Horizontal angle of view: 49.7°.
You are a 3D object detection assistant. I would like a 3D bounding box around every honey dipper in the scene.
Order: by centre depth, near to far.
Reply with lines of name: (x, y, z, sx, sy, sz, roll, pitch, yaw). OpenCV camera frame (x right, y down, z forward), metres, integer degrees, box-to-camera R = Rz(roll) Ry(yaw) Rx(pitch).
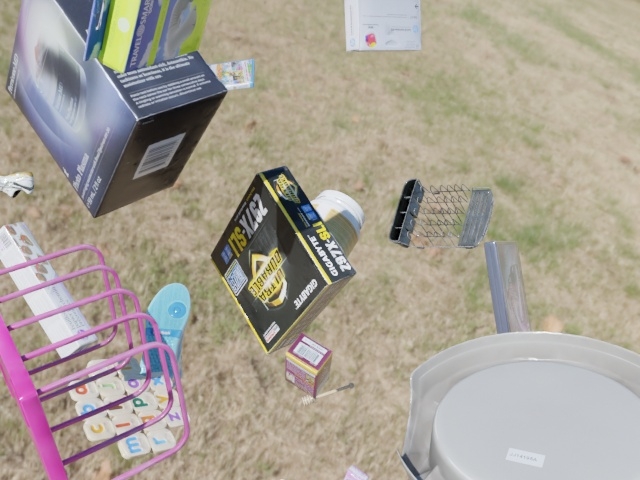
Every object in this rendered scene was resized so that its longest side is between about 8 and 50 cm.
honey dipper: (0.024, 0.452, 2.050, 0.160, 0.031, 0.030, -18, 36, -5)

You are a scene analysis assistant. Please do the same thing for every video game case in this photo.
video game case: (0.355, 0.098, 1.298, 0.026, 0.196, 0.274, -9, -4, 22)
video game case: (-0.236, -0.378, 1.604, 0.166, 0.015, 0.119, -7, 40, 2)

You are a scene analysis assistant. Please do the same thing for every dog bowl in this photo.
dog bowl: (0.257, 0.242, 0.800, 0.348, 0.102, 0.349, -7, 24, 3)

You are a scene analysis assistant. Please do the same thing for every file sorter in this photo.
file sorter: (-0.316, 0.159, 0.913, 0.182, 0.202, 0.290, -21, 37, -28)

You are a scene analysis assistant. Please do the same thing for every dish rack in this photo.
dish rack: (0.339, -0.071, 1.917, 0.271, 0.208, 0.074, 1, -26, 39)

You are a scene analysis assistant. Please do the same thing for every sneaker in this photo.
sneaker: (-0.464, -0.080, 1.019, 0.083, 0.037, 0.032, -4, 13, 6)
sneaker: (-0.459, 0.298, 2.064, 0.127, 0.208, 0.319, 12, 68, -1)

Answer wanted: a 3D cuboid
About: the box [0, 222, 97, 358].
box: (-0.618, 0.109, 1.541, 0.324, 0.067, 0.063, 55, 23, 7)

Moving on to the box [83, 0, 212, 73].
box: (-0.186, -0.258, 0.783, 0.042, 0.109, 0.178, 30, 33, 9)

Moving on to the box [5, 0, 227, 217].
box: (-0.348, -0.247, 1.130, 0.182, 0.296, 0.294, -29, 79, -40)

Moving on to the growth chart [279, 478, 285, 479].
growth chart: (-0.030, 0.574, 1.340, 0.237, 0.021, 0.172, 53, 7, -1)

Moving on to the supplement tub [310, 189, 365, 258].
supplement tub: (0.000, 0.000, 1.531, 0.144, 0.144, 0.200, 27, 60, 13)

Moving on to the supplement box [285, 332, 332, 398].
supplement box: (-0.017, 0.178, 0.978, 0.055, 0.083, 0.043, 29, 56, 17)

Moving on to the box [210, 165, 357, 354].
box: (-0.088, 0.047, 1.379, 0.079, 0.322, 0.257, -19, 70, -36)

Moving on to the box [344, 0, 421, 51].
box: (0.105, -0.410, 1.151, 0.145, 0.186, 0.038, -12, 13, -36)

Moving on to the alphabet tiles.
alphabet tiles: (-0.468, 0.405, 1.702, 0.277, 0.021, 0.284, 3, 42, -46)

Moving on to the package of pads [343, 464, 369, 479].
package of pads: (0.078, 0.575, 1.632, 0.050, 0.083, 0.032, 33, 33, 22)
